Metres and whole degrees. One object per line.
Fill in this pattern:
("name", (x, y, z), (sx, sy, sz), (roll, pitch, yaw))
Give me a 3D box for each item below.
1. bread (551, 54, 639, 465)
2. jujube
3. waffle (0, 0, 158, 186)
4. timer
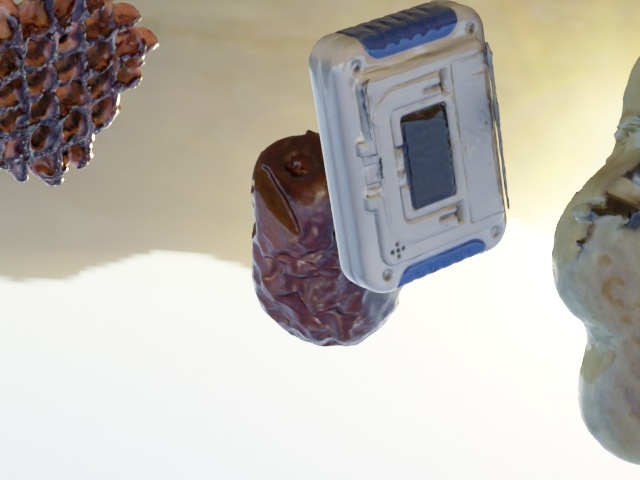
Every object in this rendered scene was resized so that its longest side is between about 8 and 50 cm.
("bread", (0.259, -0.001, 0.948), (0.316, 0.316, 0.054), (3, -171, -28))
("jujube", (0.000, 0.000, 2.157), (0.216, 0.216, 0.342), (5, 150, 10))
("waffle", (-0.267, -0.157, 1.650), (0.055, 0.221, 0.234), (38, -172, 30))
("timer", (0.091, -0.088, 1.614), (0.178, 0.253, 0.078), (-22, -154, -27))
